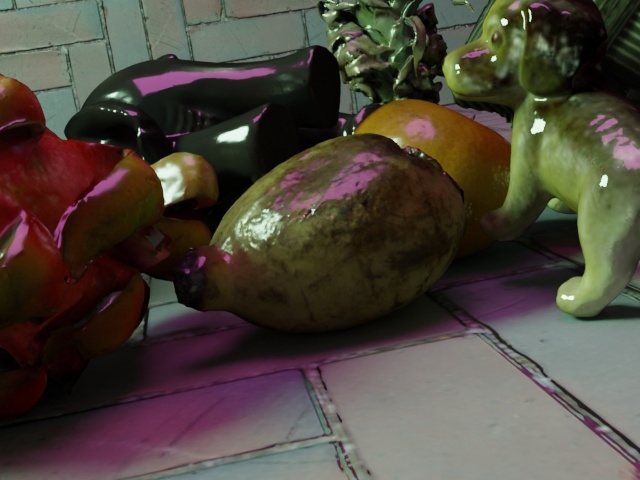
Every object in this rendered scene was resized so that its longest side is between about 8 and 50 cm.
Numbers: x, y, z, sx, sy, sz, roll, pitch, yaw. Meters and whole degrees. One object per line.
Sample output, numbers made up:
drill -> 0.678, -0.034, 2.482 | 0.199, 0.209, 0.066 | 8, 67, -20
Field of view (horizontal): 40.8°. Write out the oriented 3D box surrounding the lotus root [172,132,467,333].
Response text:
lotus root -> 0.000, 0.000, 0.587 | 0.214, 0.138, 0.138 | -20, 14, -17

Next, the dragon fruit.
dragon fruit -> -0.214, 0.012, 0.531 | 0.307, 0.243, 0.227 | 27, -37, -32

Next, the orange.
orange -> 0.093, -0.048, 0.723 | 0.156, 0.124, 0.156 | 25, 3, -2

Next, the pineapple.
pineapple -> 0.081, -0.177, 1.011 | 0.262, 0.272, 0.262 | -8, 11, 2

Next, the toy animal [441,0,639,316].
toy animal -> 0.170, -0.063, 0.576 | 0.121, 0.169, 0.233 | -11, 44, -18

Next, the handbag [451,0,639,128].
handbag -> 0.291, -0.164, 0.775 | 0.240, 0.247, 0.340 | 38, 29, 17

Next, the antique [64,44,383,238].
antique -> -0.086, -0.074, 0.809 | 0.255, 0.185, 0.322 | -6, -16, 26
